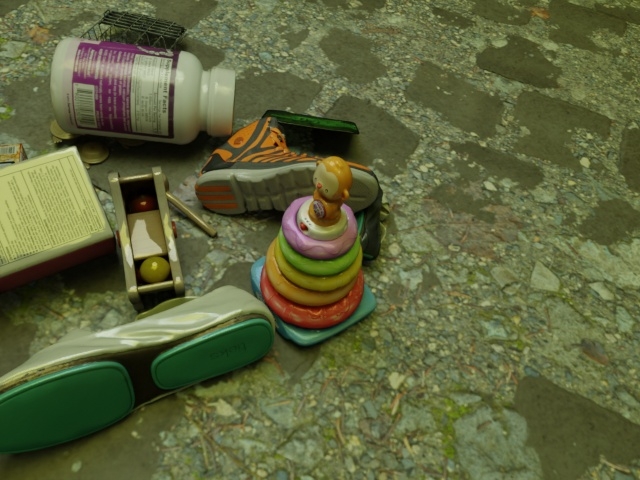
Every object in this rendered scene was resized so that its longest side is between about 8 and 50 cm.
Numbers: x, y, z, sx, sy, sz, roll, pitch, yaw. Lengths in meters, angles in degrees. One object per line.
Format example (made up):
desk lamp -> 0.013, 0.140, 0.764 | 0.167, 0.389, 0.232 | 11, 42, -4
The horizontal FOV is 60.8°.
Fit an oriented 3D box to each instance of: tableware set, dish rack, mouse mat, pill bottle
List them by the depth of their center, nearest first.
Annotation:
pill bottle -> -0.308, -0.264, 0.991 | 0.301, 0.169, 0.169 | 4, 52, -10
tableware set -> -0.420, -0.207, 1.044 | 0.168, 0.020, 0.141 | -32, 66, -30
mouse mat -> -0.019, -0.238, 1.086 | 0.189, 0.007, 0.153 | 9, 20, -4
dish rack -> -0.411, -0.399, 1.161 | 0.208, 0.074, 0.272 | 15, 47, 1

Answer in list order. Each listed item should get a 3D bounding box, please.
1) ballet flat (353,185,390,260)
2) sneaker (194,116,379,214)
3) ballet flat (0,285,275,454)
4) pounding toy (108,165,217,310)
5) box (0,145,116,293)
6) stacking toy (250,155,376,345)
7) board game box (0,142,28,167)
ballet flat -> 0.087, -0.042, 0.969 | 0.074, 0.074, 0.203 | 11, 46, 0
sneaker -> -0.053, -0.142, 0.958 | 0.320, 0.125, 0.180 | 4, 50, 10
ballet flat -> -0.258, 0.157, 0.737 | 0.400, 0.139, 0.139 | -17, 57, -25
pounding toy -> -0.236, -0.030, 0.850 | 0.154, 0.154, 0.270 | -10, 55, -16
box -> -0.438, -0.018, 0.795 | 0.232, 0.127, 0.149 | -23, 87, -21
stacking toy -> 0.000, 0.000, 0.768 | 0.165, 0.302, 0.175 | -24, 60, -24
board game box -> -0.571, -0.074, 0.903 | 0.146, 0.045, 0.194 | -8, 54, -15
